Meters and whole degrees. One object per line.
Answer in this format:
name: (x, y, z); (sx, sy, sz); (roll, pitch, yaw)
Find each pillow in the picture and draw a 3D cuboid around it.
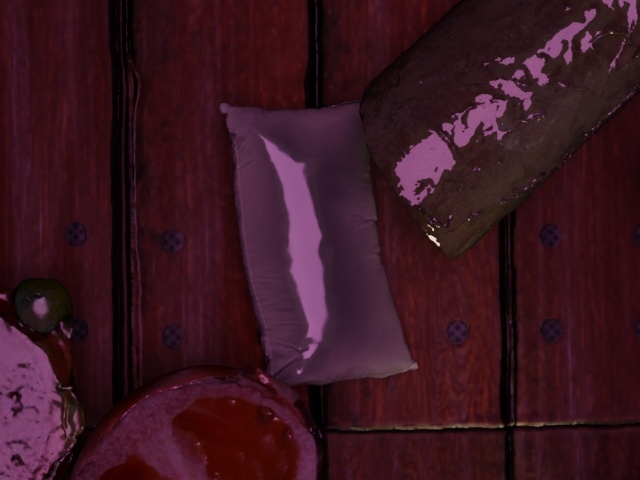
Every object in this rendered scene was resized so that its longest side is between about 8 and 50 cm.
pillow: (0.001, -0.001, 1.601); (0.144, 0.078, 0.254); (-9, 90, -13)

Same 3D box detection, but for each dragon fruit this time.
dragon fruit: (-0.317, 0.142, 1.555); (0.295, 0.130, 0.268); (-39, 91, -2)

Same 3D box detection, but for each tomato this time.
tomato: (-0.119, 0.184, 1.558); (0.228, 0.112, 0.199); (-35, 122, -5)

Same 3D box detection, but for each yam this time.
yam: (0.166, -0.138, 1.565); (0.304, 0.168, 0.168); (-42, 92, -1)
